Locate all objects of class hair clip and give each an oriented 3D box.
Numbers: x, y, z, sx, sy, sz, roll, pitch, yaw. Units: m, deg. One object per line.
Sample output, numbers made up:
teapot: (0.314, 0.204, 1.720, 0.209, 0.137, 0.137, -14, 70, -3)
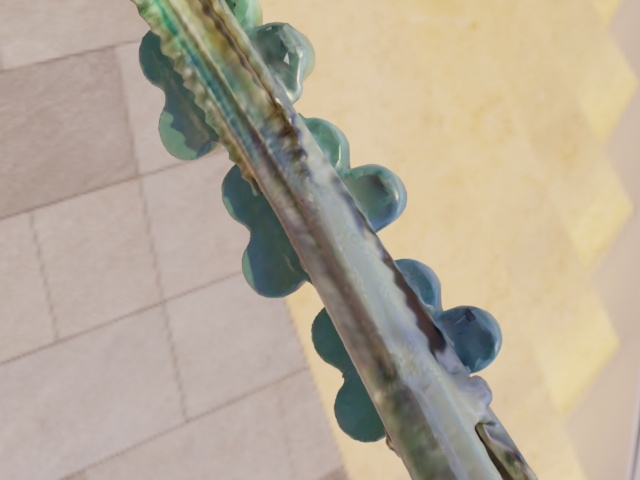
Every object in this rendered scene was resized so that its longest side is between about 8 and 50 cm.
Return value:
hair clip: (-0.001, 0.001, 0.348, 0.049, 0.049, 0.173, -17, 70, -43)
